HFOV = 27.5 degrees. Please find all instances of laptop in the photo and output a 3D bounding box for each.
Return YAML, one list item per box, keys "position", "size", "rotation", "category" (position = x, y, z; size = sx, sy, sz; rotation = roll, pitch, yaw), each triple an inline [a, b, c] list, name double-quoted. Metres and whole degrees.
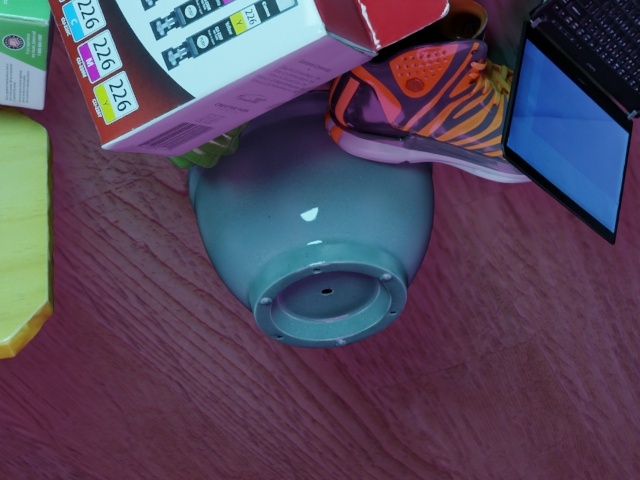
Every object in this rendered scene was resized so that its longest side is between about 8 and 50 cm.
- position: [0.327, -0.164, 1.364]
  size: [0.264, 0.136, 0.234]
  rotation: [-39, 136, 20]
  category: "laptop"

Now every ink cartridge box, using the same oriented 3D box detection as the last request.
- position: [-0.352, -0.206, 1.205]
  size: [0.208, 0.087, 0.153]
  rotation: [7, 153, -11]
  category: "ink cartridge box"
- position: [-0.085, -0.262, 1.025]
  size: [0.272, 0.309, 0.130]
  rotation: [-25, 172, 19]
  category: "ink cartridge box"

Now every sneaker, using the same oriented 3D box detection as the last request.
- position: [0.175, -0.164, 1.379]
  size: [0.321, 0.124, 0.180]
  rotation: [0, 139, -20]
  category: "sneaker"

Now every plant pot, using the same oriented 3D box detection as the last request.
- position: [0.000, 0.000, 1.503]
  size: [0.293, 0.196, 0.293]
  rotation: [-6, 144, -4]
  category: "plant pot"

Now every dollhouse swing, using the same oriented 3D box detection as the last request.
- position: [-0.436, 0.063, 1.368]
  size: [0.305, 0.347, 0.315]
  rotation: [0, 143, -13]
  category: "dollhouse swing"

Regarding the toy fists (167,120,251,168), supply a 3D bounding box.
- position: [-0.089, -0.184, 1.280]
  size: [0.096, 0.142, 0.279]
  rotation: [15, 137, -29]
  category: "toy fists"
